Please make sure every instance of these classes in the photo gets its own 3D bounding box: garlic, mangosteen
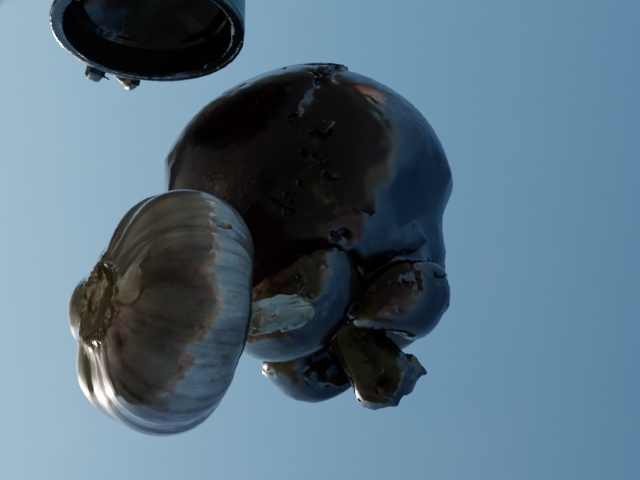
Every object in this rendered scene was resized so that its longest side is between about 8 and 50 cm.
[{"bbox_3d":[-0.108,0.072,1.179,0.245,0.253,0.245,-19,-113,54],"label":"garlic"},{"bbox_3d":[-0.022,-0.007,1.476,0.381,0.381,0.421,-16,-122,34],"label":"mangosteen"}]

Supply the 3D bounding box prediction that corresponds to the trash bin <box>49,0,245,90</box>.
[{"bbox_3d":[-0.192,-0.350,1.398,0.277,0.217,0.263,-34,-131,51],"label":"trash bin"}]
